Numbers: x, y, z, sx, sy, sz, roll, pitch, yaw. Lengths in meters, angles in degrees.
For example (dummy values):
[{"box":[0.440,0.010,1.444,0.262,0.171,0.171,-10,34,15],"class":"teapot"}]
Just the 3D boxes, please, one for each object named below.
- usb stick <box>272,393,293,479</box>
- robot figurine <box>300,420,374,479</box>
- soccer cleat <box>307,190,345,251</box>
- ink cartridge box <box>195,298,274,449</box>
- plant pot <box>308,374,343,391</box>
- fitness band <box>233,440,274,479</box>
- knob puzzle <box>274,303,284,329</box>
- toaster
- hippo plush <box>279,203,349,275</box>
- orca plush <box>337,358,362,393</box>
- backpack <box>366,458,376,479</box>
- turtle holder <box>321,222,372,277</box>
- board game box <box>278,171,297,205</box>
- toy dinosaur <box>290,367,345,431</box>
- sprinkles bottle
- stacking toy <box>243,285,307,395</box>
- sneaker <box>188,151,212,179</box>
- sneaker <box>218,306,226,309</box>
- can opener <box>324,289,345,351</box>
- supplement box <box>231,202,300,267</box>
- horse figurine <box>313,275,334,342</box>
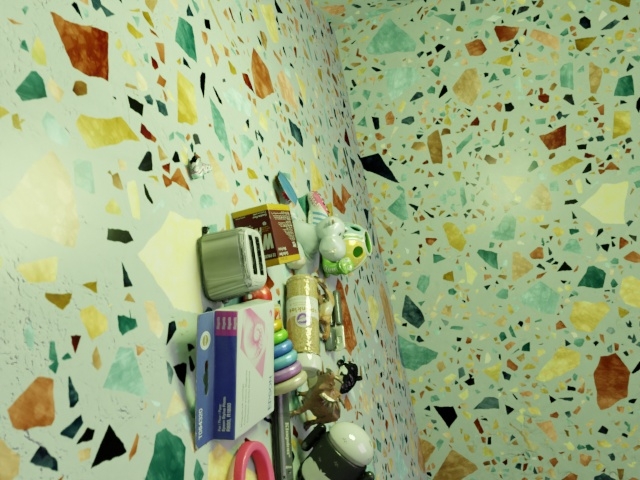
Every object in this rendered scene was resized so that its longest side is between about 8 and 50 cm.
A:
[{"box":[-0.117,0.598,1.561,0.077,0.045,0.278,43,38,-61],"class":"usb stick"},{"box":[0.049,0.719,1.641,0.209,0.278,0.173,37,2,-14],"class":"robot figurine"},{"box":[-0.017,-0.091,2.256,0.331,0.143,0.116,61,-1,39],"class":"soccer cleat"},{"box":[-0.209,0.331,1.327,0.330,0.071,0.324,-1,92,-73],"class":"ink cartridge box"},{"box":[0.016,0.556,1.914,0.109,0.108,0.096,29,63,-67],"class":"plant pot"},{"box":[-0.173,0.677,1.326,0.209,0.054,0.291,17,63,-70],"class":"fitness band"},{"box":[-0.150,0.308,1.685,0.213,0.029,0.213,-13,90,-73],"class":"knob puzzle"},{"box":[-0.240,0.054,1.398,0.129,0.146,0.227,22,57,-70],"class":"toaster"},{"box":[0.000,0.000,2.014,0.234,0.236,0.294,37,43,-63],"class":"hippo plush"},{"box":[0.129,0.591,2.219,0.287,0.102,0.151,19,60,-69],"class":"orca plush"},{"box":[0.103,0.863,1.846,0.253,0.191,0.225,44,36,-68],"class":"backpack"},{"box":[0.103,0.034,2.319,0.320,0.227,0.244,1,77,-72],"class":"turtle holder"},{"box":[-0.142,-0.202,2.038,0.133,0.033,0.169,57,12,-17],"class":"board game box"},{"box":[0.015,0.563,1.734,0.296,0.200,0.127,60,25,-45],"class":"toy dinosaur"},{"box":[-0.063,0.298,1.794,0.121,0.121,0.356,54,27,-51],"class":"sprinkles bottle"},{"box":[-0.155,0.292,1.545,0.141,0.141,0.331,-20,91,-72],"class":"stacking toy"},{"box":[-0.343,-0.220,1.447,0.098,0.038,0.069,-63,138,-64],"class":"sneaker"},{"box":[-0.262,0.213,1.366,0.135,0.058,0.052,-57,131,-65],"class":"sneaker"},{"box":[0.060,0.348,2.224,0.093,0.074,0.281,50,32,-54],"class":"can opener"},{"box":[-0.174,-0.011,1.670,0.191,0.129,0.194,-8,85,-72],"class":"supplement box"},{"box":[0.009,0.273,2.137,0.174,0.066,0.263,50,34,-44],"class":"horse figurine"}]
